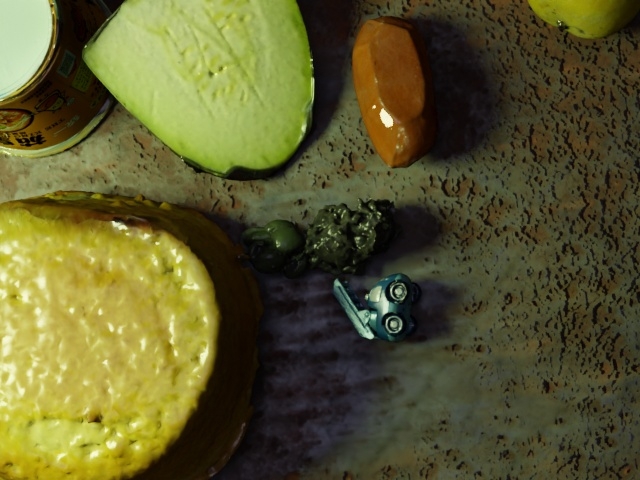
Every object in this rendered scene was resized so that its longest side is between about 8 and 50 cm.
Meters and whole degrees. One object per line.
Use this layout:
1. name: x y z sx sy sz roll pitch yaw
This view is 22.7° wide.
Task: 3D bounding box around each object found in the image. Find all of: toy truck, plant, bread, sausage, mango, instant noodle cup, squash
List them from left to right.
1. instant noodle cup: -0.334 -0.207 1.707 0.216 0.172 0.215 -1 83 7
2. bread: -0.245 0.101 1.639 0.358 0.204 0.336 4 77 9
3. squash: -0.094 -0.190 1.689 0.237 0.204 0.155 -41 56 -1
4. plant: 0.000 0.000 1.688 0.174 0.085 0.087 -11 120 4
5. toy truck: 0.057 0.067 1.684 0.090 0.056 0.073 8 89 20
6. sausage: 0.079 -0.164 1.697 0.089 0.089 0.179 -13 71 5
7. mango: 0.275 -0.307 1.691 0.137 0.098 0.195 -10 73 8
